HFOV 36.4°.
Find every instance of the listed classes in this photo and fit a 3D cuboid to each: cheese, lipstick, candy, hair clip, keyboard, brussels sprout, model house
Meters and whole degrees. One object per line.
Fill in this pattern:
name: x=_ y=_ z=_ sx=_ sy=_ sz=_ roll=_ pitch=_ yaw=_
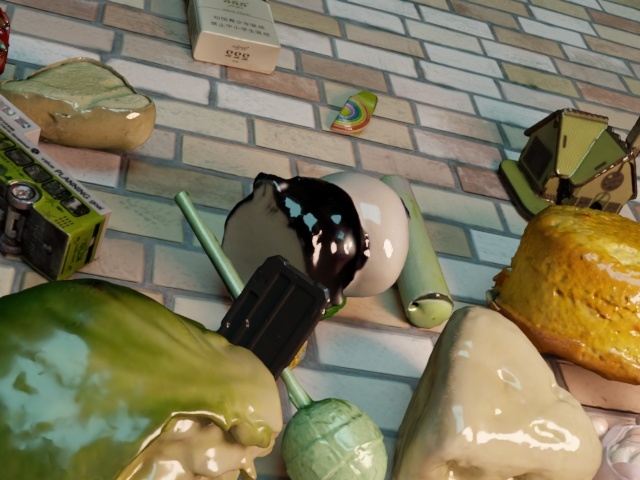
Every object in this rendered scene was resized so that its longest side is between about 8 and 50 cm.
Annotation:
cheese: x=0.221 y=0.213 z=1.240 sx=0.251 sy=0.173 sz=0.248 roll=13 pitch=46 yaw=-11
lipstick: x=0.141 y=0.012 z=1.539 sx=0.076 sy=0.076 sz=0.304 roll=8 pitch=38 yaw=-19
candy: x=-0.065 y=0.121 z=1.169 sx=0.119 sy=0.119 sz=0.440 roll=-20 pitch=71 yaw=-43
hair clip: x=0.076 y=-0.251 z=1.873 sx=0.060 sy=0.033 sz=0.188 roll=27 pitch=37 yaw=4
keyboard: x=-0.094 y=0.143 z=1.124 sx=0.106 sy=0.262 sz=0.016 roll=34 pitch=-1 yaw=23
brussels sprout: x=-0.229 y=0.186 z=0.951 sx=0.371 sy=0.276 sz=0.315 roll=-15 pitch=54 yaw=-40
model house: x=0.496 y=-0.178 z=1.800 sx=0.218 sy=0.278 sz=0.205 roll=7 pitch=37 yaw=-23

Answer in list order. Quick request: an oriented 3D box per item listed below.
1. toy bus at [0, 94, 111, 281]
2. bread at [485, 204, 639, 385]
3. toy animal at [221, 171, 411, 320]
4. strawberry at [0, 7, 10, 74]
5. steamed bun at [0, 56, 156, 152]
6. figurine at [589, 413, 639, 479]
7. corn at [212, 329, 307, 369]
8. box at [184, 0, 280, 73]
toy bus: x=-0.417 y=-0.078 z=1.333 sx=0.302 sy=0.113 sz=0.139 roll=39 pitch=39 yaw=17
bread: x=0.442 y=0.074 z=1.472 sx=0.358 sy=0.204 sz=0.337 roll=18 pitch=15 yaw=19
toy animal: x=0.000 y=0.009 z=1.368 sx=0.267 sy=0.212 sz=0.212 roll=-5 pitch=43 yaw=-49
strawberry: x=-0.591 y=-0.320 z=1.507 sx=0.201 sy=0.184 sz=0.187 roll=8 pitch=31 yaw=32
steamed bun: x=-0.363 y=-0.191 z=1.497 sx=0.212 sy=0.110 sz=0.231 roll=24 pitch=31 yaw=20
figurine: x=0.439 y=0.300 z=1.288 sx=0.200 sy=0.133 sz=0.276 roll=27 pitch=30 yaw=27
corn: x=-0.120 y=0.149 z=1.225 sx=0.238 sy=0.080 sz=0.080 roll=-9 pitch=47 yaw=-32
box: x=-0.180 y=-0.441 z=1.945 sx=0.168 sy=0.071 sz=0.259 roll=8 pitch=38 yaw=-19
